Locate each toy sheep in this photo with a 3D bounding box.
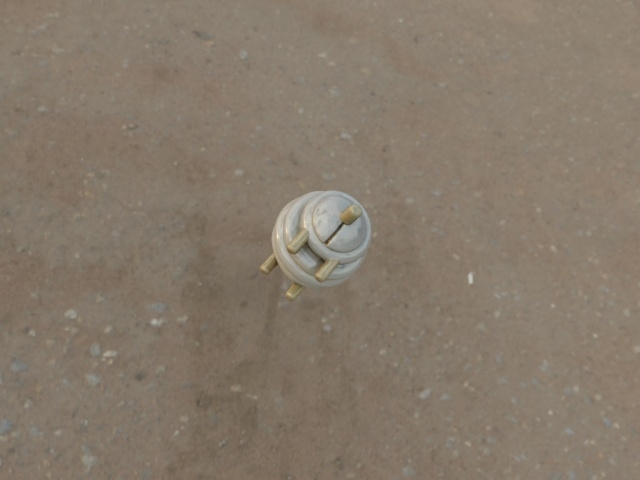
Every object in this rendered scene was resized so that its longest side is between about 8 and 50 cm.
[{"bbox_3d":[0.000,0.000,0.635,0.091,0.132,0.091,9,70,-28],"label":"toy sheep"}]
